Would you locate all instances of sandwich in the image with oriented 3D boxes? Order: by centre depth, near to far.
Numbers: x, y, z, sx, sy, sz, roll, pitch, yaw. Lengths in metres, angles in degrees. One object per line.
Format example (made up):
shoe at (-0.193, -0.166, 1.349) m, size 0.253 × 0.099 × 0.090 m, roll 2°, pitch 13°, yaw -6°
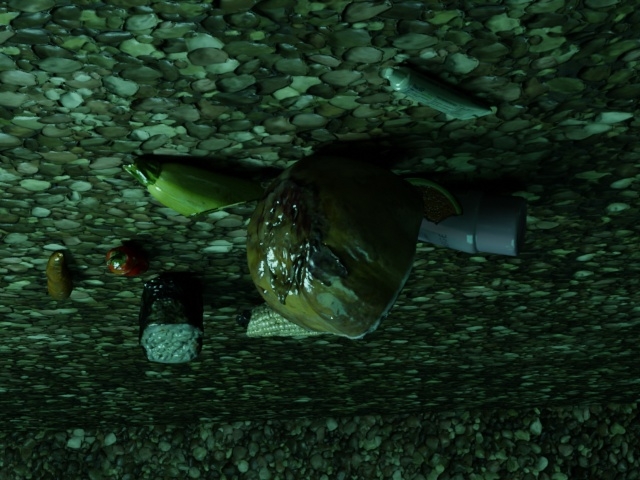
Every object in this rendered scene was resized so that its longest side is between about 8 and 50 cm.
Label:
sandwich at (0.143, -0.060, 1.709) m, size 0.135 × 0.067 × 0.029 m, roll 6°, pitch -173°, yaw 10°

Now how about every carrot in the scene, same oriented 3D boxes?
carrot at (-0.463, 0.058, 2.064) m, size 0.047 × 0.047 × 0.191 m, roll 0°, pitch 157°, yaw -8°

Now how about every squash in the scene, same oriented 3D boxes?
squash at (-0.182, -0.067, 1.630) m, size 0.200 × 0.075 × 0.090 m, roll 12°, pitch -176°, yaw -34°

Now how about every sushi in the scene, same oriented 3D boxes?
sushi at (-0.281, 0.145, 2.209) m, size 0.124 × 0.127 × 0.225 m, roll 0°, pitch 157°, yaw -6°

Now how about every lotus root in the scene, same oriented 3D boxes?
lotus root at (0.000, 0.000, 1.605) m, size 0.272 × 0.272 × 0.192 m, roll -17°, pitch 151°, yaw 40°

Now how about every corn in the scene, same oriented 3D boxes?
corn at (-0.063, 0.149, 2.341) m, size 0.210 × 0.087 × 0.087 m, roll -5°, pitch 163°, yaw 27°

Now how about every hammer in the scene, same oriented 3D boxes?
hammer at (-0.085, 0.174, 2.503) m, size 0.201 × 0.021 × 0.078 m, roll 6°, pitch 161°, yaw -21°

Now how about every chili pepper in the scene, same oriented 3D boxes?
chili pepper at (-0.326, 0.035, 1.984) m, size 0.059 × 0.050 × 0.191 m, roll -7°, pitch 174°, yaw 5°

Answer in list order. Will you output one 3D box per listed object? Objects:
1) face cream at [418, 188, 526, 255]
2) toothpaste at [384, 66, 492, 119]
face cream at (0.171, -0.035, 1.780) m, size 0.273 × 0.096 × 0.154 m, roll 6°, pitch 169°, yaw 19°
toothpaste at (0.138, -0.174, 1.404) m, size 0.048 × 0.029 × 0.197 m, roll -12°, pitch 163°, yaw 37°
